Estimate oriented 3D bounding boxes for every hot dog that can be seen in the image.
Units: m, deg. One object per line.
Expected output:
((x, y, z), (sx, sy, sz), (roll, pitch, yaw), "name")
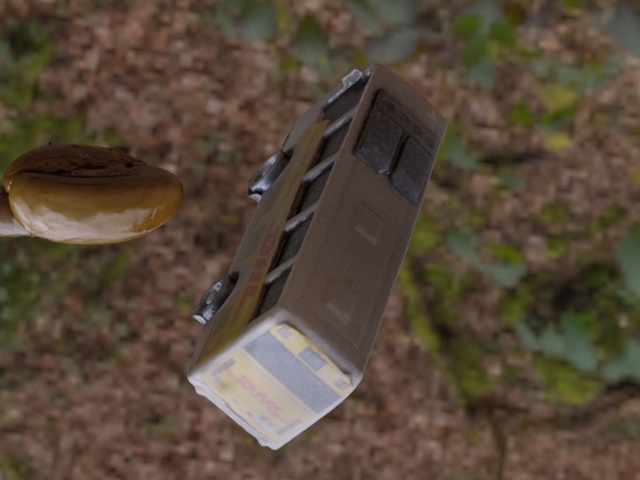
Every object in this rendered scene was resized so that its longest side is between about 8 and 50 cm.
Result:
((-0.163, -0.026, 1.258), (0.140, 0.060, 0.090), (-1, -155, -32), "hot dog")

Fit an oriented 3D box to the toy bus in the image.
((0.000, 0.000, 1.399), (0.097, 0.342, 0.138), (40, 128, -14), "toy bus")
